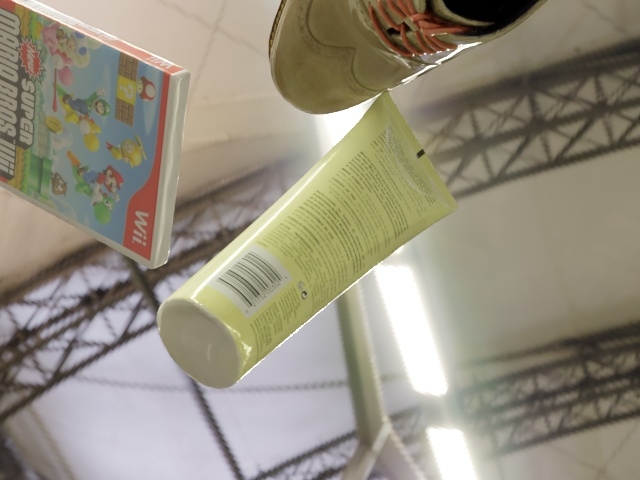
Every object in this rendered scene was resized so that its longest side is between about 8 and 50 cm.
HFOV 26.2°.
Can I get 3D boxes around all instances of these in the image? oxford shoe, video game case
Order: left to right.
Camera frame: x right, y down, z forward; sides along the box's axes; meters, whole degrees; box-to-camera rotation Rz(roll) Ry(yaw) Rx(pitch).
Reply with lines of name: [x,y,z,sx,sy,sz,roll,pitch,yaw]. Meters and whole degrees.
video game case: [-0.250,-0.117,1.319,0.285,0.025,0.204,26,-57,26]
oxford shoe: [0.061,-0.162,0.835,0.123,0.130,0.348,36,-41,-13]

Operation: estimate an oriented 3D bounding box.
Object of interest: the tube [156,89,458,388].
tube: [0.000,0.000,0.834,0.062,0.240,0.070,23,-46,26]
